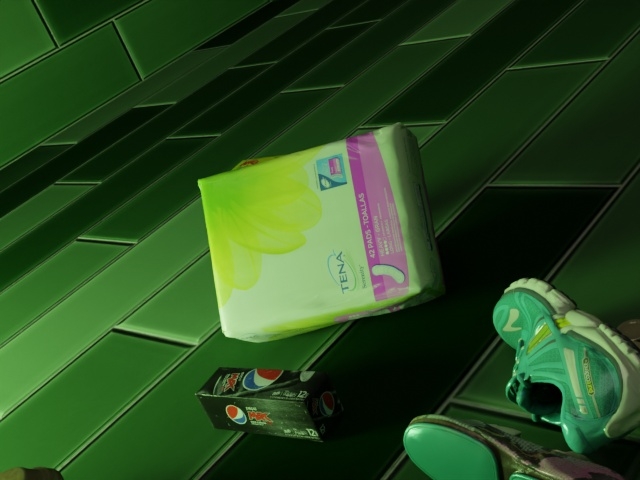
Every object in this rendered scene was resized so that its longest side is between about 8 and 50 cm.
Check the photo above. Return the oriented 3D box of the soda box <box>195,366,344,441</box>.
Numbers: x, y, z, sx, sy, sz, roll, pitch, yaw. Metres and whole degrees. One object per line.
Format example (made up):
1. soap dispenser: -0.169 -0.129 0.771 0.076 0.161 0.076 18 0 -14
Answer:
1. soda box: -0.060 0.185 1.035 0.169 0.060 0.053 -3 30 37

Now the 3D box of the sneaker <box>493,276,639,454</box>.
1. sneaker: 0.220 0.115 0.865 0.110 0.107 0.275 -38 15 -1

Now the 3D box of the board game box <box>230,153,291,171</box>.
1. board game box: -0.056 -0.034 1.325 0.092 0.181 0.043 -3 31 37

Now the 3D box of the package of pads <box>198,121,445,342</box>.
1. package of pads: 0.000 0.000 1.172 0.296 0.229 0.101 -14 -13 19

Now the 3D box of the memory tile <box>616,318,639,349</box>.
1. memory tile: 0.357 0.111 0.878 0.148 0.012 0.113 -7 30 31

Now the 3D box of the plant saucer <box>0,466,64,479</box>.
1. plant saucer: -0.379 0.340 0.928 0.278 0.041 0.278 -37 18 14

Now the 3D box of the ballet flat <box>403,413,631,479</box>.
1. ballet flat: 0.177 0.202 0.796 0.079 0.077 0.221 -19 22 -40
